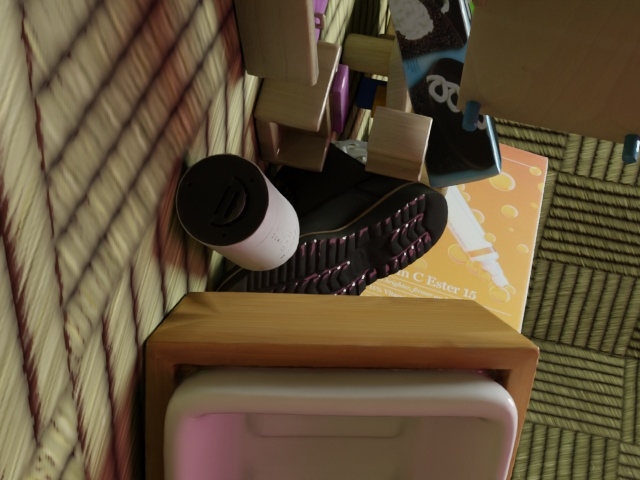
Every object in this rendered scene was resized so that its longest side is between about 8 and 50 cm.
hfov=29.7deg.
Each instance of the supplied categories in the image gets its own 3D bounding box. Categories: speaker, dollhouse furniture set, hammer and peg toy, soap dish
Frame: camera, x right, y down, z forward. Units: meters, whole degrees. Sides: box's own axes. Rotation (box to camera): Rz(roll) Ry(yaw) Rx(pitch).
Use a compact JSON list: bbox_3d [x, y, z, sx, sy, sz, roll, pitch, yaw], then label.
[{"bbox_3d":[-0.047,-0.014,0.738,0.136,0.055,0.055,46,56,-81],"label":"speaker"},{"bbox_3d":[0.119,-0.173,0.792,0.286,0.303,0.198,85,19,-65],"label":"dollhouse furniture set"},{"bbox_3d":[0.119,-0.237,1.356,0.266,0.127,0.361,91,13,-55],"label":"hammer and peg toy"},{"bbox_3d":[0.002,0.160,0.790,0.118,0.229,0.291,-96,-170,-53],"label":"soap dish"}]

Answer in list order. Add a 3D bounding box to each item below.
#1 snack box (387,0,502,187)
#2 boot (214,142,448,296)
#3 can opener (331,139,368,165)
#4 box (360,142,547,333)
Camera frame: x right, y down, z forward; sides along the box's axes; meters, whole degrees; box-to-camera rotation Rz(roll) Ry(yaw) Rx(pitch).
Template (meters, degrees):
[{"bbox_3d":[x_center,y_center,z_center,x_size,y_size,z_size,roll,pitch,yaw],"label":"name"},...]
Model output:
[{"bbox_3d":[0.086,-0.209,0.980,0.187,0.060,0.322,-39,116,-79],"label":"snack box"},{"bbox_3d":[-0.022,-0.005,0.902,0.198,0.137,0.077,-23,128,-32],"label":"boot"},{"bbox_3d":[0.000,0.000,1.033,0.283,0.076,0.095,-67,165,-53],"label":"can opener"},{"bbox_3d":[0.136,0.034,1.476,0.168,0.215,0.345,106,2,-46],"label":"box"}]
